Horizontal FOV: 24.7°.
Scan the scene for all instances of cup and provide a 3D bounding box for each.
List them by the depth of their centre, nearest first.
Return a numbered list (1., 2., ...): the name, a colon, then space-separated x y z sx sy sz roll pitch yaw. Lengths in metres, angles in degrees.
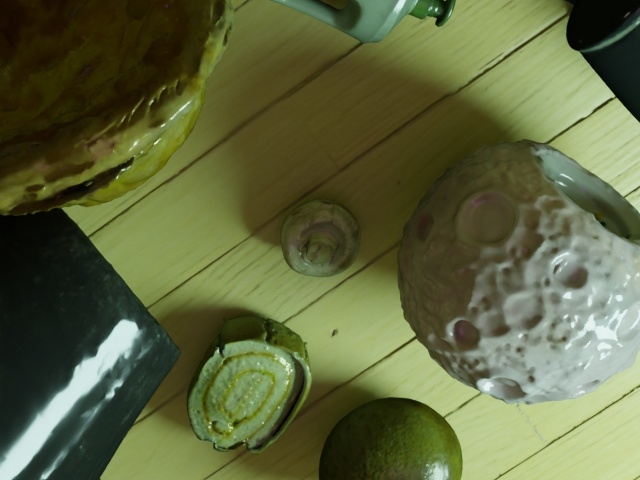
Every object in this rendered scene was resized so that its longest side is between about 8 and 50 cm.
1. cup: 0.343 -0.213 1.378 0.176 0.169 0.223 35 65 -15

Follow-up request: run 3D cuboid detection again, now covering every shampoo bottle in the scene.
1. shampoo bottle: 0.017 -0.256 1.372 0.234 0.087 0.118 20 111 -12

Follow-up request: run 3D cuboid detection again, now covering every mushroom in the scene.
1. mushroom: 0.000 0.000 1.483 0.084 0.067 0.083 0 118 -1

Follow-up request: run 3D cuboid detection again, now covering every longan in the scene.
1. longan: 0.076 0.247 1.533 0.145 0.176 0.154 2 127 -21

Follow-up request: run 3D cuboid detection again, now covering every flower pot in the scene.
1. flower pot: -0.293 0.103 1.374 0.251 0.379 0.379 -39 110 -8

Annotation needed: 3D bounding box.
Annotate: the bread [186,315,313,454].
1. bread: -0.077 0.155 1.541 0.117 0.064 0.156 28 108 -10

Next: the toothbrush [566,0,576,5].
1. toothbrush: 0.162 -0.268 1.414 0.321 0.023 0.031 27 97 -13

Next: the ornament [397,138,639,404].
1. ornament: 0.197 0.040 1.417 0.259 0.259 0.225 32 113 -15

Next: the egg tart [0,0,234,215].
1. egg tart: -0.208 -0.134 1.296 0.341 0.341 0.129 -29 130 7
